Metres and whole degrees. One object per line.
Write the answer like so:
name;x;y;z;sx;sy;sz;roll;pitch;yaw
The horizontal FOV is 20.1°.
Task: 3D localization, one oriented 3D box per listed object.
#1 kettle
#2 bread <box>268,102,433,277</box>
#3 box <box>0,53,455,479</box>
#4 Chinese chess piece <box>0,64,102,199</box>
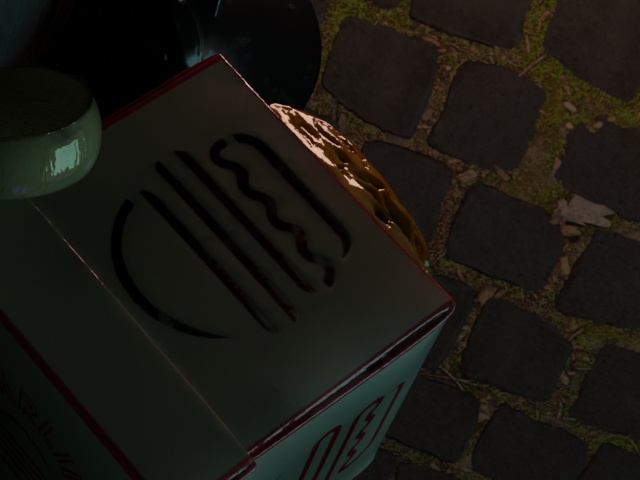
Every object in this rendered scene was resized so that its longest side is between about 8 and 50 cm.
kettle;-0.152;-0.148;1.632;0.268;0.207;0.290;-43;176;15
bread;0.000;0.000;1.616;0.099;0.235;0.210;-33;162;-29
box;-0.122;0.093;1.478;0.300;0.314;0.312;-34;162;-28
Chinese chess piece;-0.209;-0.073;1.228;0.122;0.122;0.051;-68;160;-57
